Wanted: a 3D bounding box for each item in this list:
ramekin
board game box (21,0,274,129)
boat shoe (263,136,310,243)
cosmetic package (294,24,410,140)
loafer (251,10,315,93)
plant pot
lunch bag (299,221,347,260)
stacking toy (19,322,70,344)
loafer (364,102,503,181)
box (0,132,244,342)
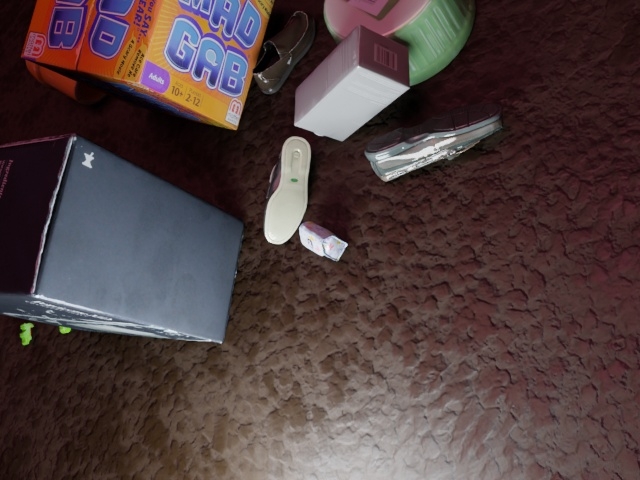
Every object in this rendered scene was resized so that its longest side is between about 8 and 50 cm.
[{"bbox_3d":[0.154,-0.485,1.268,0.304,0.148,0.303,-12,66,27],"label":"ramekin"},{"bbox_3d":[-0.379,-0.500,1.404,0.356,0.356,0.356,18,92,25],"label":"board game box"},{"bbox_3d":[-0.074,-0.104,1.317,0.079,0.084,0.233,174,109,-70],"label":"boat shoe"},{"bbox_3d":[0.057,-0.303,1.217,0.238,0.127,0.107,-25,57,52],"label":"cosmetic package"},{"bbox_3d":[-0.087,-0.455,1.445,0.080,0.078,0.220,27,87,35],"label":"loafer"},{"bbox_3d":[-0.716,-0.503,1.786,0.188,0.205,0.205,41,95,19],"label":"plant pot"},{"bbox_3d":[0.000,0.000,1.213,0.071,0.083,0.053,32,90,35],"label":"lunch bag"},{"bbox_3d":[-0.711,0.154,1.607,0.167,0.052,0.221,-17,66,27],"label":"stacking toy"},{"bbox_3d":[0.221,-0.186,1.169,0.268,0.084,0.096,-14,34,22],"label":"loafer"},{"bbox_3d":[-0.501,0.024,1.264,0.472,0.480,0.297,-3,72,31],"label":"box"}]
